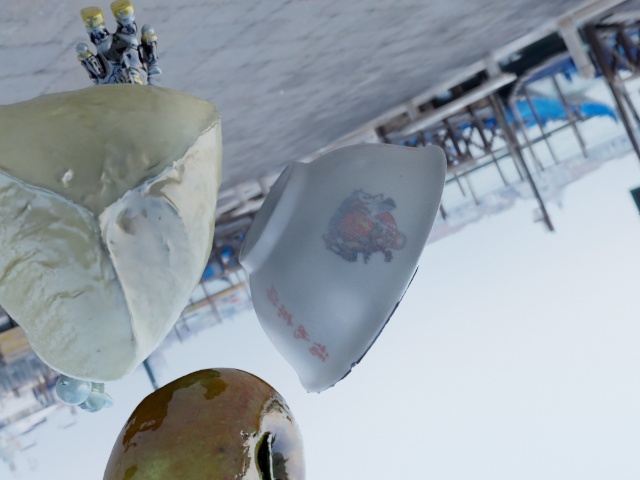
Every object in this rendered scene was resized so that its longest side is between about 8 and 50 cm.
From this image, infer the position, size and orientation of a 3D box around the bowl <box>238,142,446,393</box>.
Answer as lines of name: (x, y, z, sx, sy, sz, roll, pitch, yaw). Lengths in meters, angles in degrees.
bowl: (0.000, 0.000, 1.090, 0.345, 0.157, 0.345, -57, -168, 20)

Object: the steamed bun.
steamed bun: (-0.153, -0.007, 0.637, 0.231, 0.212, 0.110, -17, -173, -26)

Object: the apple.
apple: (-0.065, 0.125, 0.480, 0.102, 0.114, 0.099, -11, 155, 25)

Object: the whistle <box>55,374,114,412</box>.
whistle: (-0.237, 0.155, 0.895, 0.035, 0.035, 0.100, -24, 154, 4)

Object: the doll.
doll: (-0.301, -0.216, 1.408, 0.103, 0.316, 0.145, 14, -145, 44)
